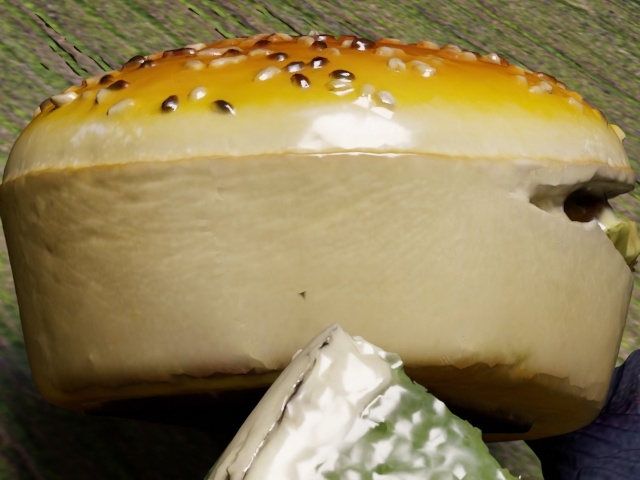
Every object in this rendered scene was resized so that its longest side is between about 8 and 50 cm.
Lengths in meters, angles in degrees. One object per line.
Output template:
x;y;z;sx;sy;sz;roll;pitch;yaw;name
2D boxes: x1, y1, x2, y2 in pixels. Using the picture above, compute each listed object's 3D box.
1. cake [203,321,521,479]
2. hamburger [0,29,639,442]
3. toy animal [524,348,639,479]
0.067;0.150;0.693;0.284;0.158;0.172;12;64;-11;cake
0.000;0.000;0.849;0.300;0.176;0.300;3;-10;0;hamburger
0.192;0.156;0.836;0.185;0.122;0.298;-9;37;-36;toy animal
